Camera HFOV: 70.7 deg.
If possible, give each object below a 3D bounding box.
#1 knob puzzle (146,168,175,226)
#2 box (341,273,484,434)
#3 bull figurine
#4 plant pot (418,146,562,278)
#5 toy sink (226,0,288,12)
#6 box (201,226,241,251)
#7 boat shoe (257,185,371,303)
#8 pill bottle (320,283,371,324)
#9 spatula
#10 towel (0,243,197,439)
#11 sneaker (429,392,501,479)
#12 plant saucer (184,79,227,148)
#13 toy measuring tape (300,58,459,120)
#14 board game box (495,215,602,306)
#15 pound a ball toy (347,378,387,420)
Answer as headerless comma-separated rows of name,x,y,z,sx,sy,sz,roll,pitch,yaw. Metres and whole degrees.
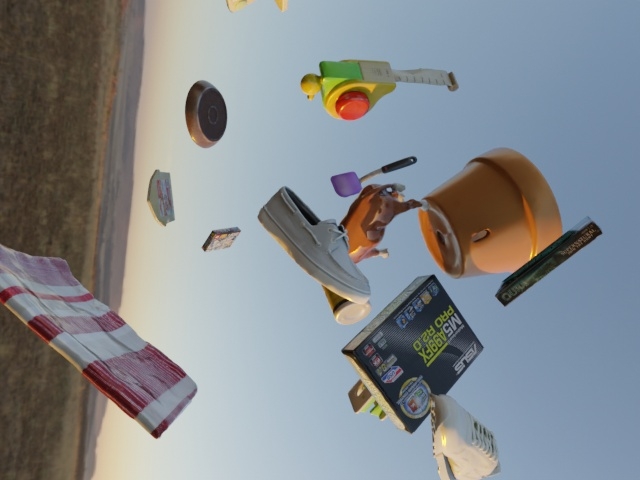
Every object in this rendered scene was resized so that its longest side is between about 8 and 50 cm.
knob puzzle,-0.541,-0.140,1.502,0.213,0.030,0.213,-3,90,-87
box,0.207,0.237,0.979,0.216,0.270,0.060,55,-25,-5
bull figurine,0.094,-0.017,1.002,0.310,0.188,0.101,-52,-123,48
plant pot,0.359,-0.039,1.025,0.291,0.204,0.290,158,-90,-82
toy sink,-0.192,-0.652,1.072,0.234,0.131,0.153,59,-5,-2
box,-0.372,-0.005,1.699,0.027,0.137,0.094,48,-63,17
boat shoe,0.000,0.000,0.549,0.184,0.066,0.063,44,-73,31
pill bottle,0.067,0.145,1.403,0.119,0.119,0.208,-63,-144,38
spatula,0.182,-0.220,1.490,0.030,0.296,0.084,76,-6,-79
towel,-0.311,0.126,0.626,0.037,0.329,0.237,-48,179,-10
sneaker,0.219,0.300,0.687,0.235,0.095,0.090,63,30,-44
plant saucer,-0.282,-0.319,1.146,0.168,0.029,0.168,6,90,-71
toy measuring tape,0.116,-0.305,0.931,0.121,0.330,0.121,177,-90,-73
board game box,0.380,0.033,0.756,0.186,0.126,0.026,-46,-105,24
pound a ball toy,0.202,0.429,1.502,0.319,0.208,0.135,-56,-153,20
